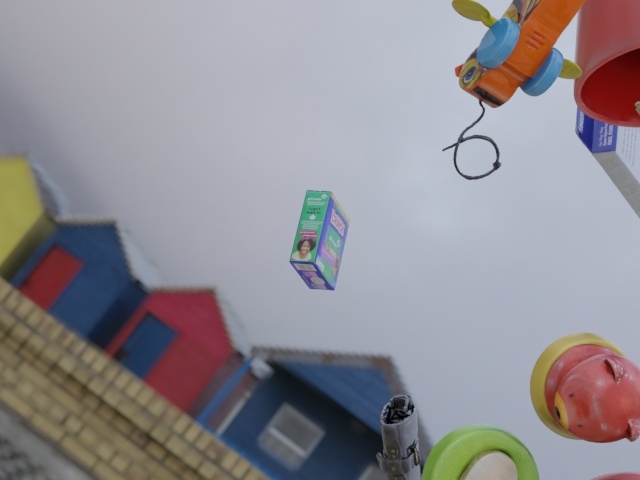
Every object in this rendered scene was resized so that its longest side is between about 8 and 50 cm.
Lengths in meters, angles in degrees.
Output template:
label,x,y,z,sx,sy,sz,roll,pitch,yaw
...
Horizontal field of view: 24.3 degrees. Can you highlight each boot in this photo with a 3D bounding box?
label,x,y,z,sx,sy,sz,roll,pitch,yaw
boot,0.136,0.347,2.269,0.091,0.229,0.263,-4,4,8

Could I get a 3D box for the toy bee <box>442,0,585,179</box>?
label,x,y,z,sx,sy,sz,roll,pitch,yaw
toy bee,0.233,-0.246,1.968,0.195,0.298,0.162,52,-4,-21

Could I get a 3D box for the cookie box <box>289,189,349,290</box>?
label,x,y,z,sx,sy,sz,roll,pitch,yaw
cookie box,0.000,0.000,1.983,0.040,0.107,0.092,4,-24,21

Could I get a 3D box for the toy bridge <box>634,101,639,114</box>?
label,x,y,z,sx,sy,sz,roll,pitch,yaw
toy bridge,0.425,-0.087,1.744,0.026,0.063,0.188,-11,64,-54

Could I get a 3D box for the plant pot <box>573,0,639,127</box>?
label,x,y,z,sx,sy,sz,roll,pitch,yaw
plant pot,0.493,-0.331,2.168,0.275,0.243,0.275,-1,-23,-1

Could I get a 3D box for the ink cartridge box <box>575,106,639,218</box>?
label,x,y,z,sx,sy,sz,roll,pitch,yaw
ink cartridge box,0.505,-0.186,2.488,0.045,0.223,0.224,-21,-51,33

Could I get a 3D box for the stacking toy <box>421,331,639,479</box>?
label,x,y,z,sx,sy,sz,roll,pitch,yaw
stacking toy,0.278,0.285,1.601,0.309,0.279,0.130,62,-8,-7
